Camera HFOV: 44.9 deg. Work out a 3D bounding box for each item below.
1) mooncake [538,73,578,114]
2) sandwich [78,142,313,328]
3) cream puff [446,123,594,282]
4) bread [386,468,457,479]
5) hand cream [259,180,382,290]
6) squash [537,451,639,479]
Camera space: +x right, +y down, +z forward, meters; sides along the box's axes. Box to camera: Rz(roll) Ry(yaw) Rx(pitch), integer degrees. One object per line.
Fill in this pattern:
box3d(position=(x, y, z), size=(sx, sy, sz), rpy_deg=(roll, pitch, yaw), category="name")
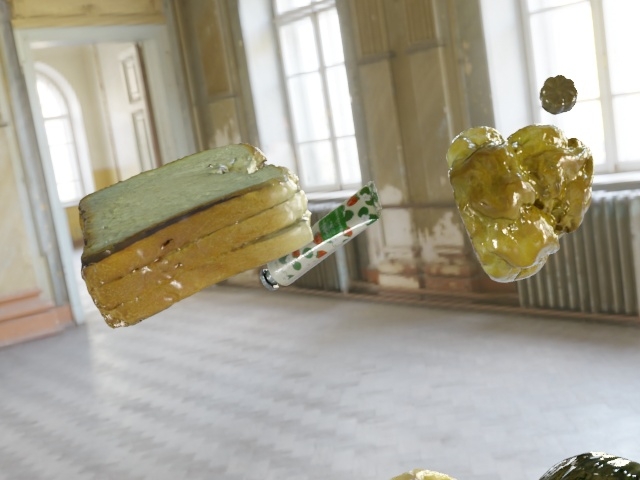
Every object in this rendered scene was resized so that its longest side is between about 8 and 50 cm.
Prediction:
box3d(position=(0.272, -0.344, 1.126), size=(0.150, 0.347, 0.057), rpy_deg=(-46, 2, -10), category="mooncake")
box3d(position=(-0.151, -0.025, 0.890), size=(0.249, 0.095, 0.273), rpy_deg=(-24, 21, -11), category="sandwich")
box3d(position=(0.394, -0.092, 1.456), size=(0.257, 0.291, 0.324), rpy_deg=(-22, -18, 18), category="cream puff")
box3d(position=(0.118, 0.387, 0.946), size=(0.170, 0.197, 0.197), rpy_deg=(-40, -6, 24), category="bread")
box3d(position=(0.000, 0.000, 1.400), size=(0.276, 0.059, 0.095), rpy_deg=(-38, 41, 23), category="hand cream")
box3d(position=(0.290, 0.296, 0.725), size=(0.172, 0.218, 0.218), rpy_deg=(-28, 15, -22), category="squash")
